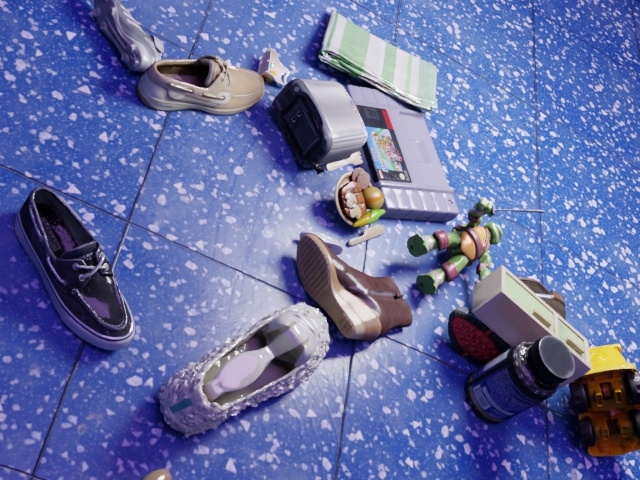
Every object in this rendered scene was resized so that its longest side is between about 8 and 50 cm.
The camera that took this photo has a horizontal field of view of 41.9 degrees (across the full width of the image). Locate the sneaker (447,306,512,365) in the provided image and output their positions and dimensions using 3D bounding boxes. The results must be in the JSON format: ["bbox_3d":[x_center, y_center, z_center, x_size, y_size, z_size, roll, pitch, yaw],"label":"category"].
[{"bbox_3d":[0.378,0.213,1.835,0.262,0.104,0.125,35,35,-20],"label":"sneaker"}]

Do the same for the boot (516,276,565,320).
[{"bbox_3d":[0.496,0.158,1.949,0.219,0.082,0.106,19,49,-26],"label":"boot"}]

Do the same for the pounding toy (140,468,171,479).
[{"bbox_3d":[-0.216,0.471,1.191,0.154,0.155,0.269,-20,73,-46],"label":"pounding toy"}]

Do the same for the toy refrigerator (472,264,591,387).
[{"bbox_3d":[0.450,0.181,1.770,0.269,0.094,0.102,41,31,-13],"label":"toy refrigerator"}]

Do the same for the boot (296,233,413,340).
[{"bbox_3d":[0.070,0.091,1.721,0.207,0.090,0.248,-7,63,-51],"label":"boot"}]

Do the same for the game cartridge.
[{"bbox_3d":[0.186,-0.212,2.008,0.230,0.068,0.355,5,58,-37],"label":"game cartridge"}]

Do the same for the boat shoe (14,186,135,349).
[{"bbox_3d":[-0.401,0.042,1.394,0.108,0.102,0.301,-24,76,-42],"label":"boat shoe"}]

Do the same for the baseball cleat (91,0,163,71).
[{"bbox_3d":[-0.402,-0.438,1.762,0.109,0.072,0.206,-13,72,-54],"label":"baseball cleat"}]

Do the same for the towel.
[{"bbox_3d":[0.154,-0.459,2.132,0.325,0.038,0.248,24,38,-12],"label":"towel"}]

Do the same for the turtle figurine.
[{"bbox_3d":[0.346,0.019,1.839,0.266,0.197,0.275,-19,42,-27],"label":"turtle figurine"}]

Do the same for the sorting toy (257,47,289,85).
[{"bbox_3d":[-0.105,-0.392,1.944,0.075,0.045,0.083,27,48,-27],"label":"sorting toy"}]

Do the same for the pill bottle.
[{"bbox_3d":[0.407,0.281,1.706,0.123,0.219,0.122,18,51,-24],"label":"pill bottle"}]

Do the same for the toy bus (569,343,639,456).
[{"bbox_3d":[0.633,0.339,1.874,0.211,0.149,0.220,-75,151,-68],"label":"toy bus"}]

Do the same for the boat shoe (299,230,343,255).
[{"bbox_3d":[0.000,0.000,1.753,0.100,0.035,0.035,18,24,-19],"label":"boat shoe"}]

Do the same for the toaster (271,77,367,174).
[{"bbox_3d":[0.006,-0.258,1.866,0.146,0.129,0.227,-15,71,-42],"label":"toaster"}]

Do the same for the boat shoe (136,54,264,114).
[{"bbox_3d":[-0.236,-0.337,1.773,0.302,0.098,0.109,-7,65,-37],"label":"boat shoe"}]

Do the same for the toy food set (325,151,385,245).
[{"bbox_3d":[0.085,-0.092,1.818,0.132,0.038,0.192,-23,98,-41],"label":"toy food set"}]

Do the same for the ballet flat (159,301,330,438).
[{"bbox_3d":[-0.097,0.213,1.468,0.409,0.147,0.147,-30,80,-44],"label":"ballet flat"}]
